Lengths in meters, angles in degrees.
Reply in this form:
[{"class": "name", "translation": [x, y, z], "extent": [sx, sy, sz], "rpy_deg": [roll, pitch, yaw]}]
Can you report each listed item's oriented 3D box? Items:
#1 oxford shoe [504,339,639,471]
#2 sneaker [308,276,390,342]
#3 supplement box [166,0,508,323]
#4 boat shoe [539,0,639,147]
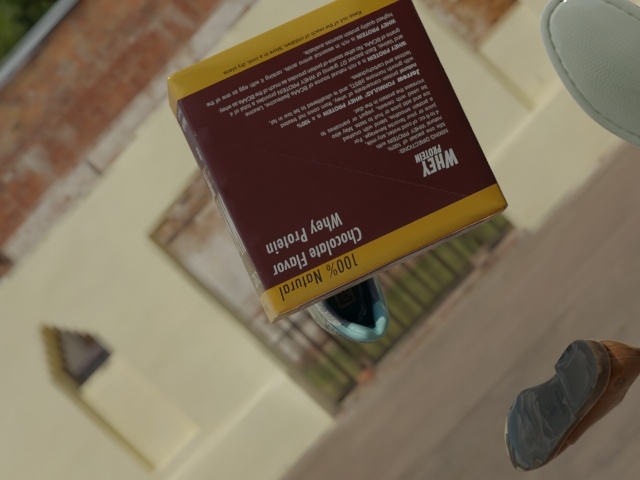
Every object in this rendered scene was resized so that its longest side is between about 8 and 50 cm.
[{"class": "oxford shoe", "translation": [0.241, 0.161, 1.756], "extent": [0.076, 0.076, 0.212], "rpy_deg": [-3, -28, -27]}, {"class": "sneaker", "translation": [0.000, 0.000, 2.119], "extent": [0.110, 0.283, 0.122], "rpy_deg": [-38, 22, -7]}, {"class": "supplement box", "translation": [0.009, -0.065, 1.405], "extent": [0.191, 0.194, 0.129], "rpy_deg": [-25, -3, -6]}, {"class": "boat shoe", "translation": [0.332, -0.136, 1.750], "extent": [0.114, 0.302, 0.091], "rpy_deg": [-42, 8, 26]}]
